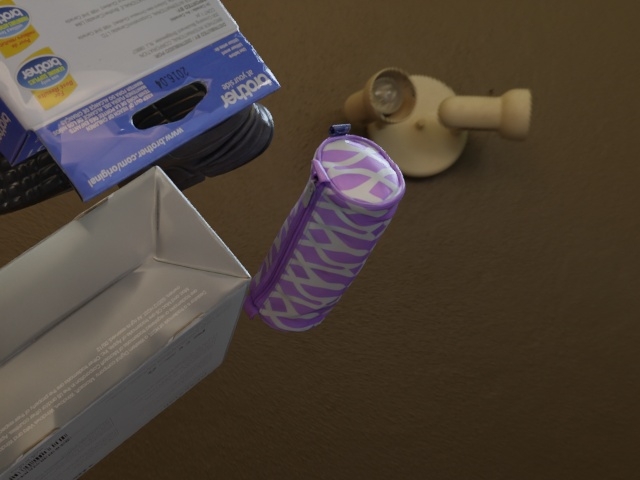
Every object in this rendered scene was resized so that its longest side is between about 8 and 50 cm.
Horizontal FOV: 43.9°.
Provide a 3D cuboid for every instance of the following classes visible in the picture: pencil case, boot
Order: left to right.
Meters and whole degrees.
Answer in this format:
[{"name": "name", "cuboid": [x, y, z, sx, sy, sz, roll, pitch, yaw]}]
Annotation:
[{"name": "boot", "cuboid": [-0.209, -0.075, 0.744, 0.337, 0.223, 0.118, -14, -100, -2]}, {"name": "pencil case", "cuboid": [0.000, 0.000, 0.710, 0.088, 0.206, 0.086, -18, -121, -36]}]

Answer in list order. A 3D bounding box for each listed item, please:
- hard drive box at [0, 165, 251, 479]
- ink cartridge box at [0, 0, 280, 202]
[{"name": "hard drive box", "cuboid": [-0.148, 0.078, 0.508, 0.181, 0.232, 0.089, -37, -99, -21]}, {"name": "ink cartridge box", "cuboid": [-0.186, -0.181, 0.524, 0.311, 0.065, 0.185, 52, -128, -1]}]
